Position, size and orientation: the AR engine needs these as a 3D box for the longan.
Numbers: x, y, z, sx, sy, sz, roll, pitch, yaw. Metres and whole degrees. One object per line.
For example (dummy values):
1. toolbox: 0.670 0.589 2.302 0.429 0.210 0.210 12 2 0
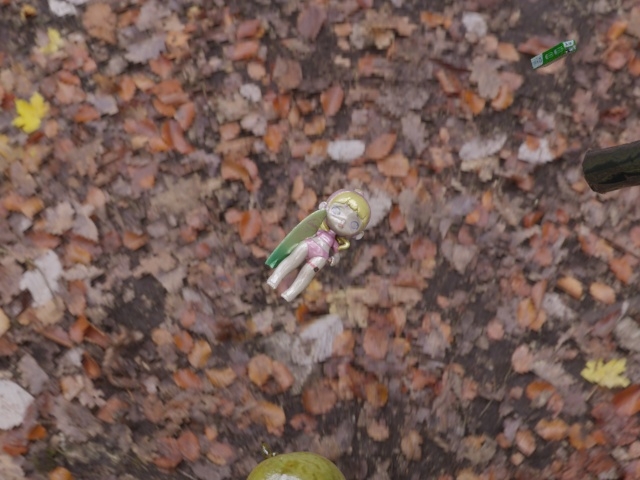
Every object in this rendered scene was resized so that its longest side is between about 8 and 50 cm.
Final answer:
1. longan: -0.018 0.160 0.683 0.075 0.075 0.083 -32 60 -9

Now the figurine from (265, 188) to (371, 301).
1. figurine: 0.000 0.000 1.441 0.083 0.083 0.187 35 75 14

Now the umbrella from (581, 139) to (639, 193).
1. umbrella: 0.230 -0.057 0.766 0.036 0.133 0.031 28 74 -20

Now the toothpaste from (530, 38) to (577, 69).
1. toothpaste: 0.314 -0.250 1.477 0.020 0.083 0.017 -17 89 -21
